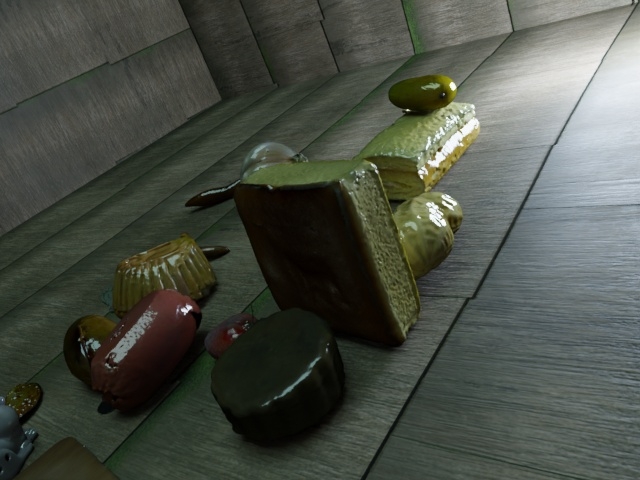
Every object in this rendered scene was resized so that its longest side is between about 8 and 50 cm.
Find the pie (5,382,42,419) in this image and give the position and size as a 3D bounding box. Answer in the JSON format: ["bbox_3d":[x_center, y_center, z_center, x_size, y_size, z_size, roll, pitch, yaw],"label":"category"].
[{"bbox_3d":[-0.675,0.361,1.301,0.088,0.033,0.191,-23,25,-12],"label":"pie"}]

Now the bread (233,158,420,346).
[{"bbox_3d":[0.008,0.018,1.084,0.324,0.333,0.143,3,33,49],"label":"bread"}]

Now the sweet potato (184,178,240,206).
[{"bbox_3d":[-0.361,-0.166,2.056,0.265,0.057,0.057,-18,25,1],"label":"sweet potato"}]

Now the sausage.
[{"bbox_3d":[-0.354,0.215,1.190,0.152,0.152,0.279,-4,35,34],"label":"sausage"}]

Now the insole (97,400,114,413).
[{"bbox_3d":[-0.400,0.288,1.251,0.080,0.003,0.232,-8,29,28],"label":"insole"}]

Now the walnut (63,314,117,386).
[{"bbox_3d":[-0.500,0.241,1.283,0.137,0.137,0.245,-33,28,-21],"label":"walnut"}]

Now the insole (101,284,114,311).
[{"bbox_3d":[-0.591,0.164,1.647,0.065,0.006,0.193,-31,27,-19],"label":"insole"}]

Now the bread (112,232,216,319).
[{"bbox_3d":[-0.410,0.099,1.470,0.274,0.149,0.274,-17,19,6],"label":"bread"}]

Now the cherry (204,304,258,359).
[{"bbox_3d":[-0.167,0.196,1.150,0.126,0.087,0.106,-22,25,47],"label":"cherry"}]

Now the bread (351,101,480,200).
[{"bbox_3d":[0.266,-0.265,1.618,0.237,0.165,0.375,8,38,40],"label":"bread"}]

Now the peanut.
[{"bbox_3d":[0.211,-0.019,1.202,0.147,0.147,0.305,-10,19,25],"label":"peanut"}]

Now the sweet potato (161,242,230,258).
[{"bbox_3d":[-0.387,0.036,1.680,0.255,0.058,0.078,0,12,31],"label":"sweet potato"}]

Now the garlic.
[{"bbox_3d":[-0.158,-0.207,1.915,0.292,0.210,0.237,-14,60,7],"label":"garlic"}]

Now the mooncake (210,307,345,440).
[{"bbox_3d":[-0.066,0.229,0.967,0.228,0.124,0.228,-18,31,11],"label":"mooncake"}]

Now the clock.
[{"bbox_3d":[-0.626,0.394,1.093,0.080,0.117,0.176,-17,26,12],"label":"clock"}]

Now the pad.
[{"bbox_3d":[-0.486,0.468,0.949,0.284,0.018,0.286,8,38,47],"label":"pad"}]

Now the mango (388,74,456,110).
[{"bbox_3d":[0.276,-0.412,1.619,0.137,0.091,0.237,-28,23,-38],"label":"mango"}]
